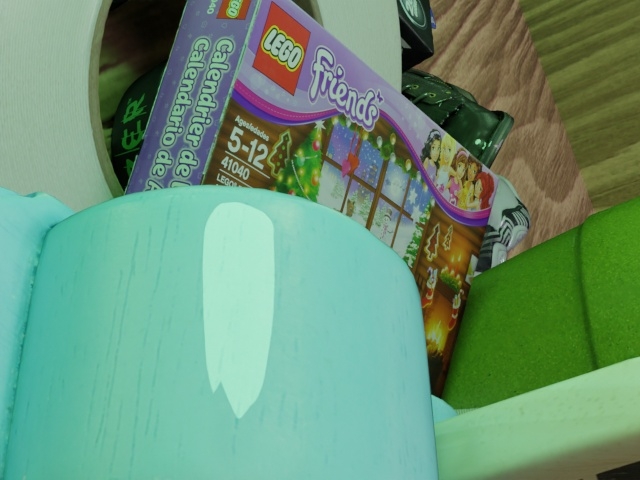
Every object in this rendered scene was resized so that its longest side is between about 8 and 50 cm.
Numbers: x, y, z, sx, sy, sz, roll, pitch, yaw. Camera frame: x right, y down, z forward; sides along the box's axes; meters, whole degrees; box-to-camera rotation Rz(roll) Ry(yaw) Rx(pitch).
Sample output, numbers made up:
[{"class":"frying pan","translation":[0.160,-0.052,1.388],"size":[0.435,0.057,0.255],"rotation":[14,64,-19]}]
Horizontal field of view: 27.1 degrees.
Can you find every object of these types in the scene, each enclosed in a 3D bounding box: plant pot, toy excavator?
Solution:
[{"class":"plant pot","translation":[0.157,0.175,1.017],"size":[0.366,0.353,0.366],"rotation":[51,29,-43]},{"class":"toy excavator","translation":[0.030,0.101,0.542],"size":[0.433,0.445,0.222],"rotation":[41,36,-37]}]

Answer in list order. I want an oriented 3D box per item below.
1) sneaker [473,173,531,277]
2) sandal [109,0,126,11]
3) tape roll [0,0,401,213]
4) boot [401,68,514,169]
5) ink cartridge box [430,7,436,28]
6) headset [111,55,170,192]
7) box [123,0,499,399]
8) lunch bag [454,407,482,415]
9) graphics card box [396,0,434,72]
[{"class":"sneaker","translation":[0.128,-0.066,1.464],"size":[0.210,0.137,0.366],"rotation":[70,23,-13]},{"class":"sandal","translation":[-0.196,-0.257,0.899],"size":[0.254,0.054,0.097],"rotation":[56,25,-37]},{"class":"tape roll","translation":[-0.084,-0.090,0.780],"size":[0.392,0.072,0.392],"rotation":[-12,104,-53]},{"class":"boot","translation":[0.042,-0.135,1.207],"size":[0.229,0.091,0.263],"rotation":[26,11,-15]},{"class":"ink cartridge box","translation":[0.054,-0.409,1.682],"size":[0.311,0.065,0.186],"rotation":[70,20,0]},{"class":"headset","translation":[-0.027,-0.011,1.080],"size":[0.394,0.185,0.243],"rotation":[14,56,-50]},{"class":"box","translation":[0.000,0.000,0.799],"size":[0.293,0.057,0.201],"rotation":[31,71,-52]},{"class":"lunch bag","translation":[0.031,0.232,0.737],"size":[0.169,0.287,0.235],"rotation":[60,22,-28]},{"class":"graphics card box","translation":[-0.056,-0.301,0.991],"size":[0.371,0.094,0.232],"rotation":[43,32,-36]}]
